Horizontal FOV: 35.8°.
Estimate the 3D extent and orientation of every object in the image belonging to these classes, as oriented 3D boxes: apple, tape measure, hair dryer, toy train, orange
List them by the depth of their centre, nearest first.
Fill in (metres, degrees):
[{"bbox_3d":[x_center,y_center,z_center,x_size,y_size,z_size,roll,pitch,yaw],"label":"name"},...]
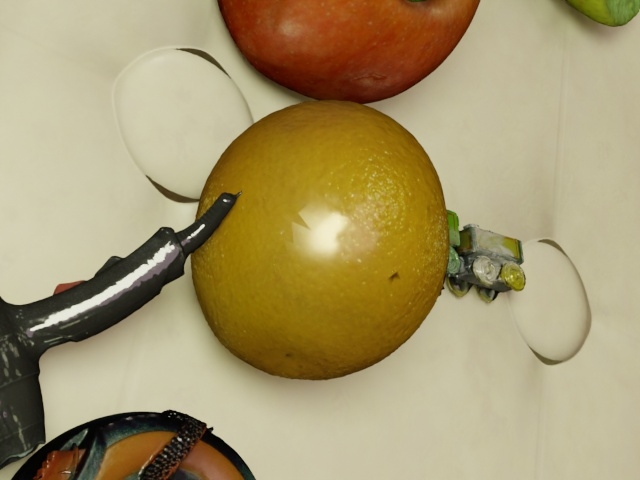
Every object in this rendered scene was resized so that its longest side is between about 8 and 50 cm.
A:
[{"bbox_3d":[-0.133,0.230,0.699,0.202,0.135,0.223,23,61,-30],"label":"tape measure"},{"bbox_3d":[-0.185,0.012,0.712,0.271,0.091,0.236,-25,85,-19],"label":"hair dryer"},{"bbox_3d":[0.000,0.000,0.819,0.236,0.236,0.236,12,70,-36],"label":"orange"},{"bbox_3d":[0.036,-0.258,0.933,0.271,0.206,0.252,-21,94,-42],"label":"apple"},{"bbox_3d":[0.136,0.011,1.031,0.202,0.060,0.081,14,63,-37],"label":"toy train"}]

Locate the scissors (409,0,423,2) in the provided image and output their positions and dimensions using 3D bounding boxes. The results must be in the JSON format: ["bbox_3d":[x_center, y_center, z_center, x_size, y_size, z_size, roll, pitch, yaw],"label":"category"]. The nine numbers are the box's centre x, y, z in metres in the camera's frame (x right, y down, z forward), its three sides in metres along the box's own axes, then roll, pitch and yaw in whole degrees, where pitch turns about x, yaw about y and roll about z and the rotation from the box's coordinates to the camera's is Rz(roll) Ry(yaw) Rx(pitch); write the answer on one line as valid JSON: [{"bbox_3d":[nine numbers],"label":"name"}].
[{"bbox_3d":[0.124,-0.275,0.863,0.204,0.027,0.101,-30,114,-40],"label":"scissors"}]

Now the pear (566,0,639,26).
[{"bbox_3d":[0.345,-0.394,1.276,0.288,0.139,0.239,-47,122,-42],"label":"pear"}]
